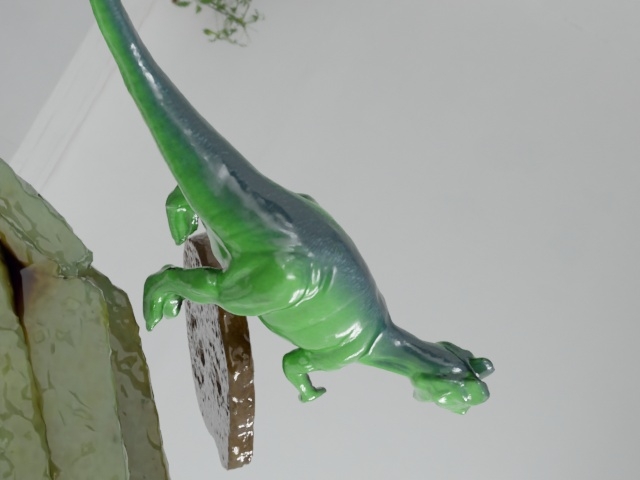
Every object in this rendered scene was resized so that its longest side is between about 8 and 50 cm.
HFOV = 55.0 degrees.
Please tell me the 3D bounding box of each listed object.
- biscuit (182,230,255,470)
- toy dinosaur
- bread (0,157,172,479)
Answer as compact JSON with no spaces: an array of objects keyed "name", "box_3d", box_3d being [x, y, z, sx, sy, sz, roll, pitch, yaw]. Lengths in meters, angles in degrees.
[{"name":"biscuit","box_3d":[-0.130,0.131,0.787,0.257,0.049,0.272,-144,-132,-61]},{"name":"toy dinosaur","box_3d":[0.000,0.000,0.529,0.499,0.375,0.143,93,17,-51]},{"name":"bread","box_3d":[-0.246,0.081,0.373,0.395,0.240,0.263,59,14,-46]}]
